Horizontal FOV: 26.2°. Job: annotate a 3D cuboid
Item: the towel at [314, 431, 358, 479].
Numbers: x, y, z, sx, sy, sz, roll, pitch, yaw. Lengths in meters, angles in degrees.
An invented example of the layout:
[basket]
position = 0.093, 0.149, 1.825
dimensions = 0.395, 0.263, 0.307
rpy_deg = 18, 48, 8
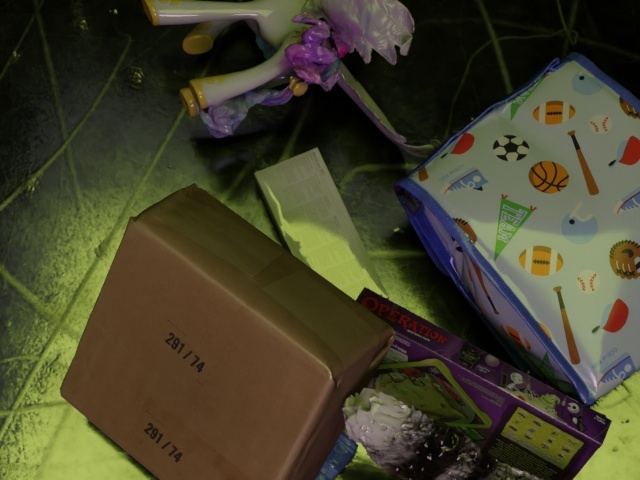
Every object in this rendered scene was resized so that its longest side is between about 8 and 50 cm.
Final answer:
[towel]
position = -0.009, 0.298, 1.820
dimensions = 0.067, 0.029, 0.119
rpy_deg = 39, 75, 10

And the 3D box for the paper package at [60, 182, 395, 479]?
[paper package]
position = -0.123, 0.153, 1.699
dimensions = 0.325, 0.168, 0.309
rpy_deg = 35, 119, 16

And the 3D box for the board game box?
[board game box]
position = 0.177, 0.207, 1.760
dimensions = 0.347, 0.208, 0.056
rpy_deg = 29, 50, 6

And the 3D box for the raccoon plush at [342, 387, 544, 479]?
[raccoon plush]
position = 0.146, 0.408, 1.668
dimensions = 0.446, 0.216, 0.299
rpy_deg = 30, 74, -13

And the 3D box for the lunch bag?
[lunch bag]
position = 0.331, -0.018, 1.821
dimensions = 0.328, 0.239, 0.385
rpy_deg = -38, 85, -11

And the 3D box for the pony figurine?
[pony figurine]
position = -0.018, -0.268, 1.875
dimensions = 0.364, 0.302, 0.351
rpy_deg = -21, 54, -13

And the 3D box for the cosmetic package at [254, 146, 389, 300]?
[cosmetic package]
position = 0.000, 0.000, 1.894
dimensions = 0.099, 0.060, 0.239
rpy_deg = -23, 75, -7
